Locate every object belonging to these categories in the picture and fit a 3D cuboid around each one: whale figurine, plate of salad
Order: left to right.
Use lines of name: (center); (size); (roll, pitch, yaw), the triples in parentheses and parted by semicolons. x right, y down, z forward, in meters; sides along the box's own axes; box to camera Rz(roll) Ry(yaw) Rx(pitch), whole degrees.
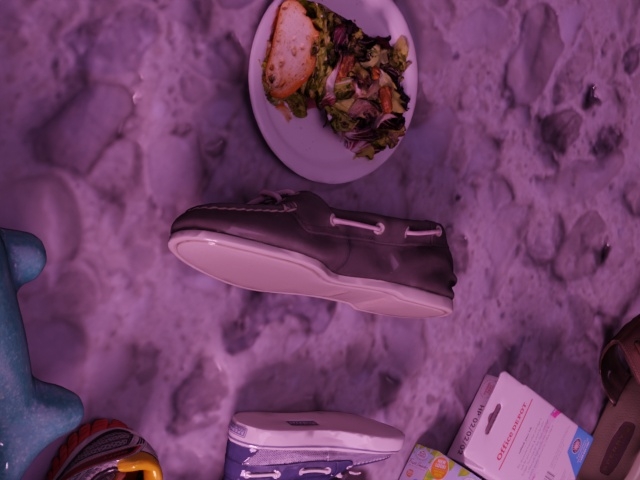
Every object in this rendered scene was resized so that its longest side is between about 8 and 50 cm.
whale figurine: (-0.270, 0.077, 0.799); (0.216, 0.141, 0.272); (-45, 121, -23)
plate of salad: (0.022, -0.152, 1.042); (0.199, 0.048, 0.200); (-5, 99, -36)

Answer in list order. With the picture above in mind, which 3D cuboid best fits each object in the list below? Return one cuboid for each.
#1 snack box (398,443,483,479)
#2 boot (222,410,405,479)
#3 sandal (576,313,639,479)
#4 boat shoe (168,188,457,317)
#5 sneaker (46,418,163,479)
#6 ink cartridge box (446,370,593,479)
snack box: (0.135, 0.292, 1.194); (0.141, 0.037, 0.100); (37, 73, -34)
boot: (-0.009, 0.213, 1.066); (0.190, 0.069, 0.086); (8, 99, -29)
sandal: (0.373, 0.162, 1.309); (0.086, 0.120, 0.303); (29, 79, -21)
boat shoe: (0.000, 0.000, 1.020); (0.335, 0.112, 0.096); (17, 69, -42)
sneaker: (-0.212, 0.248, 0.896); (0.088, 0.092, 0.225); (43, 72, -32)
ink cartridge box: (0.210, 0.219, 1.224); (0.181, 0.061, 0.104); (38, 74, -34)
